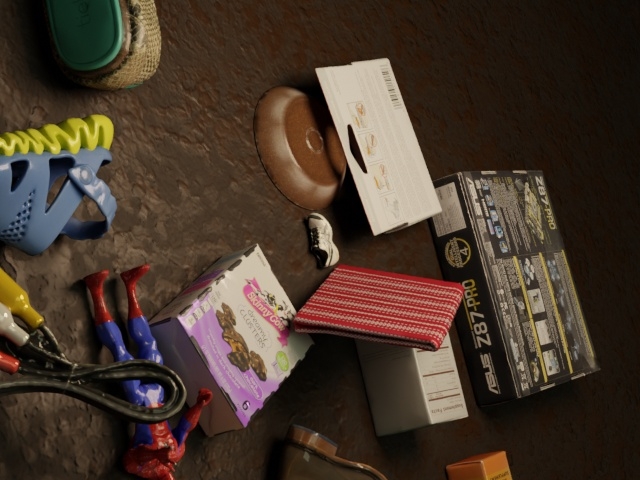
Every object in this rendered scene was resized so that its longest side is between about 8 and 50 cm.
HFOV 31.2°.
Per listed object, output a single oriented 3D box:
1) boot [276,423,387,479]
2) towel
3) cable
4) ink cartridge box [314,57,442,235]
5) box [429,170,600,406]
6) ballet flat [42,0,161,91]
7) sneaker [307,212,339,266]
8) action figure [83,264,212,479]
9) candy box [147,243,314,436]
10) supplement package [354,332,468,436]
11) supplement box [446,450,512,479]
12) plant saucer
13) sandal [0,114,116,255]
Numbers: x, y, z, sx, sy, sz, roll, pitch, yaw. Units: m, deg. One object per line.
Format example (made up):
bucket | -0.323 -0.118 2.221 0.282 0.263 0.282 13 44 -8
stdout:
boot | 0.013 0.338 1.538 0.219 0.082 0.106 39 66 -35
towel | 0.088 0.092 1.582 0.275 0.198 0.031 -44 140 -71
cable | -0.279 0.128 1.179 0.287 0.072 0.139 27 55 -6
ink cartridge box | 0.078 -0.146 1.820 0.239 0.060 0.275 -20 90 -55
box | 0.343 0.072 2.034 0.318 0.097 0.395 -7 80 -51
ballet flat | -0.298 -0.420 1.435 0.182 0.164 0.483 -15 92 -74
sneaker | 0.000 0.000 1.690 0.037 0.032 0.083 -31 98 -53
action figure | -0.184 0.163 1.304 0.091 0.139 0.280 -8 83 -42
candy box | -0.112 0.123 1.462 0.165 0.070 0.196 60 38 -13
supplement package | 0.132 0.191 1.708 0.105 0.105 0.179 -1 75 -51
supplement box | 0.272 0.454 1.787 0.078 0.080 0.233 -7 82 -50
plant saucer | -0.019 -0.146 1.729 0.198 0.036 0.199 25 55 -42
sandal | -0.325 -0.046 1.237 0.317 0.126 0.138 -23 96 -52
